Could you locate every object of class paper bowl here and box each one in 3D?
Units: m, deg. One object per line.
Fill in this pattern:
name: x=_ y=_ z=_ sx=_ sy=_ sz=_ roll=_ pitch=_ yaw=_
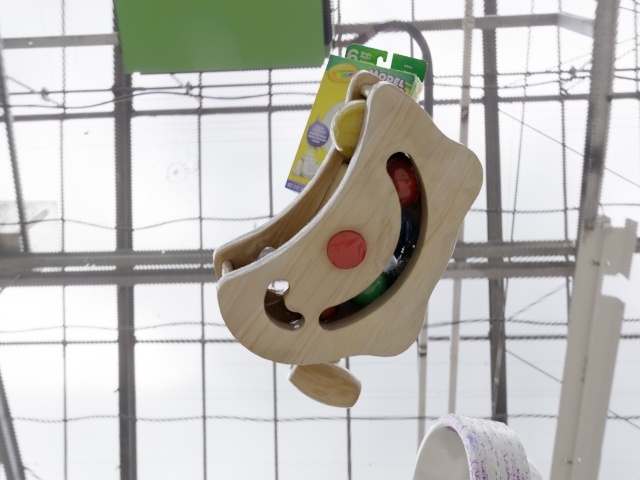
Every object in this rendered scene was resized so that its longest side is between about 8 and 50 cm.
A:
paper bowl: x=0.243 y=0.418 z=1.108 sx=0.148 sy=0.284 sz=0.284 roll=13 pitch=-68 yaw=-10

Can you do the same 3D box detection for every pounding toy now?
pounding toy: x=0.000 y=0.000 z=0.573 sx=0.154 sy=0.155 sz=0.270 roll=16 pitch=-74 yaw=-16

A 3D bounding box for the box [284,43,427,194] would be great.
box: x=0.040 y=-0.123 z=0.784 sx=0.105 sy=0.043 sz=0.179 roll=19 pitch=-91 yaw=22
